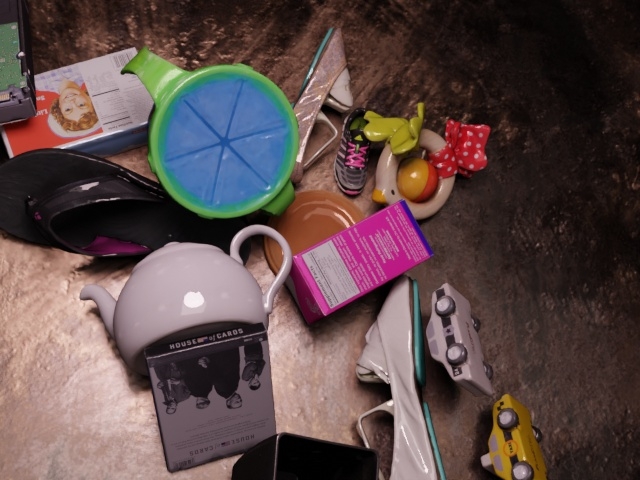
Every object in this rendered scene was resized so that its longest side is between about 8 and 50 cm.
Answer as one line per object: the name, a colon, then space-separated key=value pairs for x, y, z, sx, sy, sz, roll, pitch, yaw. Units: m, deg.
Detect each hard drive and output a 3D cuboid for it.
hard drive: x=-0.606 y=-0.314 z=1.436 sx=0.236 sy=0.064 sz=0.339 roll=-14 pitch=52 yaw=-8

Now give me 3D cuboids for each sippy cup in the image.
sippy cup: x=-0.179 y=-0.170 z=1.382 sx=0.240 sy=0.224 sz=0.306 roll=-14 pitch=108 yaw=-18

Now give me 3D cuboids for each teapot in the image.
teapot: x=-0.204 y=0.085 z=1.333 sx=0.256 sy=0.252 sz=0.187 roll=4 pitch=57 yaw=-37

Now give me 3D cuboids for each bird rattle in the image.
bird rattle: x=0.180 y=-0.138 z=1.543 sx=0.253 sy=0.143 sz=0.207 roll=18 pitch=92 yaw=-41

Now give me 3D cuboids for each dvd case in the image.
dvd case: x=-0.160 y=0.240 z=1.297 sx=0.179 sy=0.239 sz=0.029 roll=-12 pitch=36 yaw=-14

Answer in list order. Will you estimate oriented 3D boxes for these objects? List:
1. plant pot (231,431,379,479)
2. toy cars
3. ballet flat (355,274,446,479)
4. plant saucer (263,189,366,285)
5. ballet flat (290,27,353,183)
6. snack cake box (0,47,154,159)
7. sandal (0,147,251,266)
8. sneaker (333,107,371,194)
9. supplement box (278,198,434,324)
plant pot: x=-0.040 y=0.396 z=1.261 sx=0.187 sy=0.167 sz=0.188 roll=19 pitch=64 yaw=-33
toy cars: x=0.262 y=0.264 z=1.398 sx=0.087 sy=0.176 sz=0.394 roll=-30 pitch=87 yaw=24
ballet flat: x=0.120 y=0.251 z=1.393 sx=0.139 sy=0.139 sz=0.400 roll=-3 pitch=71 yaw=-11
plant saucer: x=0.000 y=0.000 z=1.503 sx=0.199 sy=0.037 sz=0.200 roll=3 pitch=70 yaw=-8
ballet flat: x=-0.006 y=-0.238 z=1.561 sx=0.106 sy=0.107 sz=0.316 roll=28 pitch=78 yaw=-3
snack cake box: x=-0.418 y=-0.217 z=1.483 sx=0.264 sy=0.089 sz=0.152 roll=-19 pitch=76 yaw=-16
sandal: x=-0.329 y=-0.037 z=1.383 sx=0.445 sy=0.107 sz=0.168 roll=12 pitch=110 yaw=-6
sneaker: x=0.064 y=-0.169 z=1.555 sx=0.063 sy=0.075 sz=0.170 roll=10 pitch=69 yaw=-6
supplement box: x=0.058 y=0.036 z=1.419 sx=0.220 sy=0.111 sz=0.114 roll=-26 pitch=85 yaw=-18
